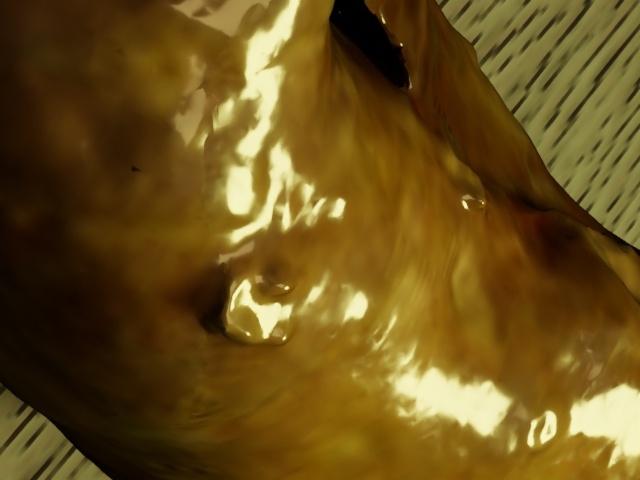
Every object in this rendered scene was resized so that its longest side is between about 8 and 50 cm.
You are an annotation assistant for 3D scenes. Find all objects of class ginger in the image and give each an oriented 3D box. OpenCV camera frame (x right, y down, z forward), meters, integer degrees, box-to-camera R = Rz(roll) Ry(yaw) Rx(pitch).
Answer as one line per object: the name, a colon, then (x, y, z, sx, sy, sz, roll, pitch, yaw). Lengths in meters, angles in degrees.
ginger: (0.000, 0.000, 0.525, 0.321, 0.172, 0.165, 37, 44, -44)
